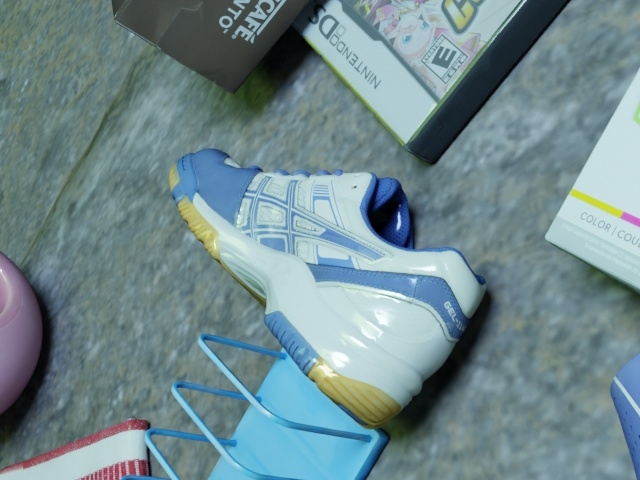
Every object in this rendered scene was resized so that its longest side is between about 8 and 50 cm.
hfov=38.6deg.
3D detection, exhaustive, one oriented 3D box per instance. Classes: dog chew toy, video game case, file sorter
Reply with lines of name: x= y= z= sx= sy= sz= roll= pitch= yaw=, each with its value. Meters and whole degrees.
dog chew toy: x=-0.424 y=0.138 z=0.929 sx=0.332 sy=0.207 sz=0.206 roll=-45 pitch=48 yaw=33
video game case: x=0.095 y=-0.232 z=0.674 sx=0.275 sy=0.035 sz=0.248 roll=-51 pitch=46 yaw=17
file sorter: x=-0.061 y=0.165 z=0.623 sx=0.118 sy=0.105 sz=0.170 roll=37 pitch=101 yaw=45

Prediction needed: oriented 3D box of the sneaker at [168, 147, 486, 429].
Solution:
sneaker: x=0.000 y=0.000 z=0.648 sx=0.131 sy=0.112 sz=0.296 roll=-45 pitch=48 yaw=-1

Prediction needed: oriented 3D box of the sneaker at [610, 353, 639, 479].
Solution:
sneaker: x=0.147 y=0.190 z=0.308 sx=0.182 sy=0.127 sz=0.315 roll=-37 pitch=43 yaw=19

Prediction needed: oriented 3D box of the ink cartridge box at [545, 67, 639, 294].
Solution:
ink cartridge box: x=0.219 y=-0.062 z=0.468 sx=0.109 sy=0.062 sz=0.209 roll=36 pitch=100 yaw=46

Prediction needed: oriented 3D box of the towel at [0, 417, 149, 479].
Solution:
towel: x=-0.224 y=0.335 z=0.766 sx=0.237 sy=0.037 sz=0.328 roll=-25 pitch=58 yaw=35

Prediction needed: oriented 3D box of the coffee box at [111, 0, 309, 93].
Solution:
coffee box: x=-0.094 y=-0.285 z=0.784 sx=0.168 sy=0.119 sz=0.297 roll=-45 pitch=37 yaw=22
